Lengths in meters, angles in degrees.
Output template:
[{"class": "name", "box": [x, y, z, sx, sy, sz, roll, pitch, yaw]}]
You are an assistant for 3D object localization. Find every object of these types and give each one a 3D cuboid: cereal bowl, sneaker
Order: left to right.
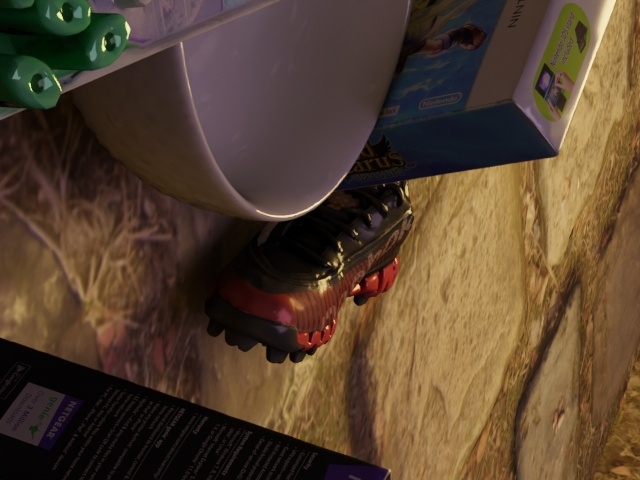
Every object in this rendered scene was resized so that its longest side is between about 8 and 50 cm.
[{"class": "cereal bowl", "box": [-0.060, -0.185, 0.851, 0.339, 0.141, 0.339, 12, 90, -68]}, {"class": "sneaker", "box": [0.000, 0.000, 1.115, 0.276, 0.097, 0.135, -34, 147, -63]}]

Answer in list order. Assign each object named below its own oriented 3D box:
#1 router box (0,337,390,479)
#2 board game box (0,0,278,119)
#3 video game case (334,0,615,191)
[{"class": "router box", "box": [-0.090, 0.203, 0.787, 0.309, 0.242, 0.081, 90, 24, -45]}, {"class": "board game box", "box": [-0.048, -0.286, 0.625, 0.390, 0.050, 0.390, -34, 122, -48]}, {"class": "video game case", "box": [0.080, -0.152, 1.048, 0.061, 0.269, 0.244, 46, 54, -32]}]
